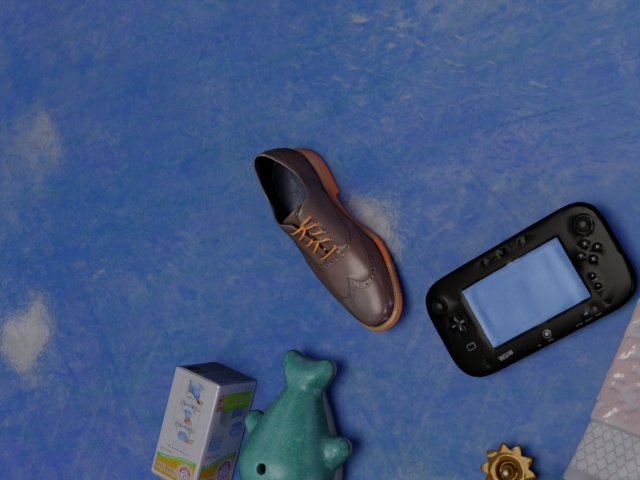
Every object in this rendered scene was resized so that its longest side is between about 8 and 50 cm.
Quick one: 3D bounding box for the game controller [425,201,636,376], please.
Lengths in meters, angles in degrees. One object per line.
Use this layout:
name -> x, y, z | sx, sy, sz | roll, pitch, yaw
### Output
game controller -> 0.309, 0.078, 1.651 | 0.319, 0.067, 0.167 | -33, 71, 30

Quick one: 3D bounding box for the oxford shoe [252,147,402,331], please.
oxford shoe -> 0.000, 0.000, 1.820 | 0.130, 0.132, 0.364 | -46, 66, 24

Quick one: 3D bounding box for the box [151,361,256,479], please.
box -> -0.207, 0.330, 1.966 | 0.103, 0.114, 0.203 | 20, 99, 31

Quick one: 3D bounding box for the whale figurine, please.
whale figurine -> -0.051, 0.323, 1.844 | 0.216, 0.141, 0.272 | 14, 96, 34

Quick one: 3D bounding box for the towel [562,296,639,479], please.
towel -> 0.508, 0.233, 1.432 | 0.331, 0.053, 0.317 | 20, 81, 45

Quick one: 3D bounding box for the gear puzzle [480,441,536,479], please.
gear puzzle -> 0.291, 0.474, 1.671 | 0.175, 0.044, 0.339 | -8, 85, 27
